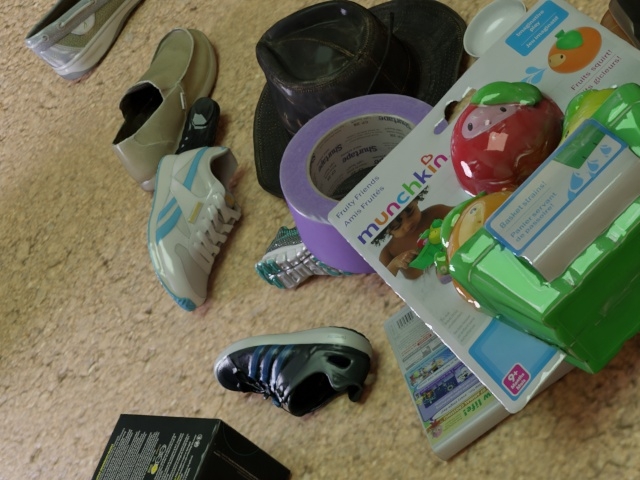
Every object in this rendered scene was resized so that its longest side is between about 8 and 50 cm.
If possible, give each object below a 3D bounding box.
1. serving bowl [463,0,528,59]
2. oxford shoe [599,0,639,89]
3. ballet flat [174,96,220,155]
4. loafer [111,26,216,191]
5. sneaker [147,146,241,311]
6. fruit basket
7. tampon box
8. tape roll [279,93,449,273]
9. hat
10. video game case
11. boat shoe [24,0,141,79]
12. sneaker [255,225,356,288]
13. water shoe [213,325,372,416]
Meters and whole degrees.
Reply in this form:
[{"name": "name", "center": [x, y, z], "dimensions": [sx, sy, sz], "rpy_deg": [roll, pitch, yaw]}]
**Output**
[{"name": "serving bowl", "center": [0.202, -0.233, 1.774], "dimensions": [0.083, 0.027, 0.083], "rpy_deg": [-27, 42, 27]}, {"name": "oxford shoe", "center": [0.329, -0.156, 1.559], "dimensions": [0.212, 0.076, 0.076], "rpy_deg": [-105, 32, -44]}, {"name": "ballet flat", "center": [-0.163, -0.105, 2.041], "dimensions": [0.057, 0.049, 0.173], "rpy_deg": [11, 70, 20]}, {"name": "loafer", "center": [-0.212, -0.194, 2.116], "dimensions": [0.102, 0.092, 0.268], "rpy_deg": [-21, 45, 34]}, {"name": "sneaker", "center": [-0.149, -0.021, 1.907], "dimensions": [0.092, 0.087, 0.229], "rpy_deg": [-15, 54, 20]}, {"name": "fruit basket", "center": [0.191, -0.058, 1.458], "dimensions": [0.327, 0.165, 0.353], "rpy_deg": [-45, 47, 3]}, {"name": "tampon box", "center": [-0.137, 0.251, 1.624], "dimensions": [0.161, 0.120, 0.101], "rpy_deg": [-3, 56, 45]}, {"name": "tape roll", "center": [0.057, -0.062, 1.675], "dimensions": [0.189, 0.080, 0.189], "rpy_deg": [-9, 48, 10]}, {"name": "hat", "center": [0.006, -0.197, 1.860], "dimensions": [0.331, 0.134, 0.331], "rpy_deg": [-27, 43, 28]}, {"name": "video game case", "center": [0.170, 0.085, 1.533], "dimensions": [0.212, 0.023, 0.193], "rpy_deg": [-38, 38, 14]}, {"name": "boat shoe", "center": [-0.331, -0.399, 2.410], "dimensions": [0.118, 0.103, 0.320], "rpy_deg": [19, 73, 52]}, {"name": "sneaker", "center": [0.000, 0.000, 1.756], "dimensions": [0.166, 0.065, 0.076], "rpy_deg": [-11, 46, 38]}, {"name": "water shoe", "center": [-0.039, 0.144, 1.658], "dimensions": [0.203, 0.073, 0.080], "rpy_deg": [-17, 50, 37]}]
